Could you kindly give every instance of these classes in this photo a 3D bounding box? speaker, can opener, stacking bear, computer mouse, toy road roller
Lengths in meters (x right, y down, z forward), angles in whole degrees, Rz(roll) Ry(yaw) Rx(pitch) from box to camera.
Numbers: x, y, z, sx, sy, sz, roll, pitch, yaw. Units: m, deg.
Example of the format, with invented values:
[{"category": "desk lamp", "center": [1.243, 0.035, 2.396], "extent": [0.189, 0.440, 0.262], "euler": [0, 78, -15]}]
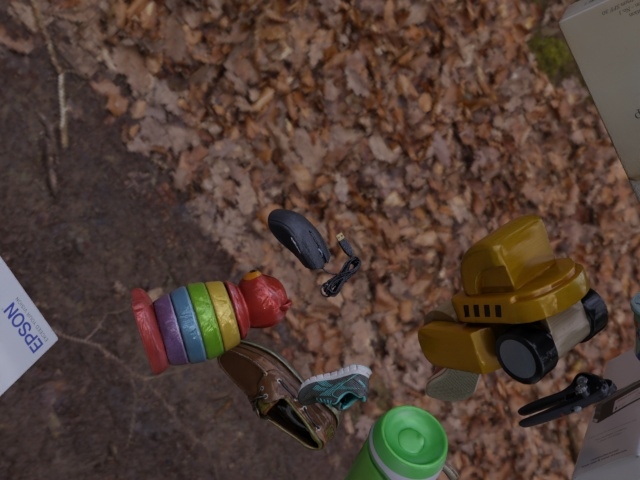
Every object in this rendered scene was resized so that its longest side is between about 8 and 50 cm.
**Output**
[{"category": "speaker", "center": [0.104, 0.393, 1.235], "extent": [0.131, 0.296, 0.131], "euler": [11, 43, -10]}, {"category": "can opener", "center": [0.431, 0.291, 1.355], "extent": [0.073, 0.186, 0.059], "euler": [45, 30, -21]}, {"category": "stacking bear", "center": [-0.203, 0.142, 1.481], "extent": [0.289, 0.175, 0.164], "euler": [-16, 102, -12]}, {"category": "computer mouse", "center": [0.000, 0.000, 1.894], "extent": [0.262, 0.060, 0.184], "euler": [51, 43, 3]}, {"category": "toy road roller", "center": [0.314, 0.091, 1.337], "extent": [0.202, 0.329, 0.240], "euler": [-27, 101, -31]}]

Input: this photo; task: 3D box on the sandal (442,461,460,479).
[{"category": "sandal", "center": [0.187, 0.409, 1.469], "extent": [0.180, 0.049, 0.072], "euler": [39, -5, 20]}]

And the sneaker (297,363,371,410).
[{"category": "sneaker", "center": [0.024, 0.299, 1.486], "extent": [0.065, 0.166, 0.076], "euler": [41, 34, -39]}]

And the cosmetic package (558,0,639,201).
[{"category": "cosmetic package", "center": [0.492, -0.231, 1.128], "extent": [0.309, 0.160, 0.113], "euler": [59, 36, -14]}]

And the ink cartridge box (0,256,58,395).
[{"category": "ink cartridge box", "center": [-0.561, 0.134, 1.031], "extent": [0.330, 0.071, 0.324], "euler": [-52, 138, -35]}]

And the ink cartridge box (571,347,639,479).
[{"category": "ink cartridge box", "center": [0.704, 0.429, 1.557], "extent": [0.285, 0.166, 0.395], "euler": [48, 41, -3]}]

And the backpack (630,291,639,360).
[{"category": "backpack", "center": [0.585, 0.106, 1.101], "extent": [0.253, 0.225, 0.191], "euler": [-22, 113, -20]}]

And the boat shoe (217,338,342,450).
[{"category": "boat shoe", "center": [-0.097, 0.318, 1.596], "extent": [0.307, 0.110, 0.104], "euler": [32, 37, 7]}]

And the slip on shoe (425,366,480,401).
[{"category": "slip on shoe", "center": [0.357, 0.323, 1.971], "extent": [0.123, 0.331, 0.101], "euler": [13, 51, 0]}]
